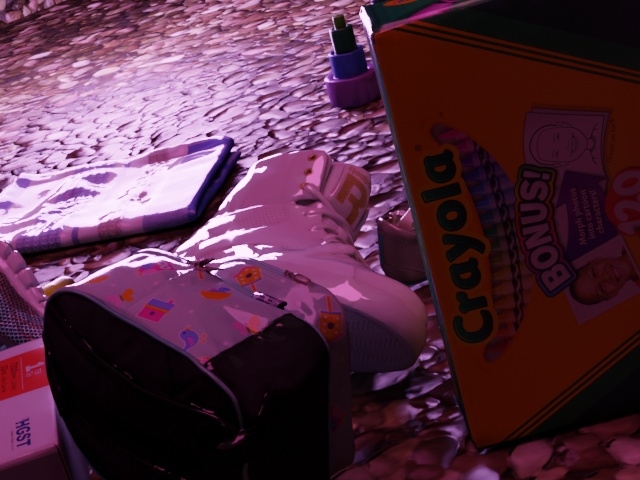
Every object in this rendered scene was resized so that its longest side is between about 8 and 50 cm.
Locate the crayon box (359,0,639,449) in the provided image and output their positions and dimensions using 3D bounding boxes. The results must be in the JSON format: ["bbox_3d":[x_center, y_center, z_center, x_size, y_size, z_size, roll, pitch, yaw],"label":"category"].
[{"bbox_3d":[0.137,-0.026,0.855,0.165,0.279,0.081,-15,20,2],"label":"crayon box"}]

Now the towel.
[{"bbox_3d":[-0.242,-0.047,1.521,0.285,0.034,0.209,-9,23,16],"label":"towel"}]

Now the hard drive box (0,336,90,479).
[{"bbox_3d":[-0.273,0.169,0.920,0.232,0.089,0.181,-18,22,-8],"label":"hard drive box"}]

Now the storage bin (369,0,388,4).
[{"bbox_3d":[0.164,-0.315,1.843,0.180,0.084,0.122,-9,22,15],"label":"storage bin"}]

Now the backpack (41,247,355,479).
[{"bbox_3d":[-0.074,0.089,0.840,0.188,0.166,0.144,19,39,33],"label":"backpack"}]

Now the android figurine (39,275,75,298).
[{"bbox_3d":[-0.335,0.101,1.179,0.248,0.056,0.273,4,26,40],"label":"android figurine"}]

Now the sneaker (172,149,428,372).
[{"bbox_3d":[0.000,0.000,1.066,0.292,0.108,0.169,9,54,49],"label":"sneaker"}]

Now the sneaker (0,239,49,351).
[{"bbox_3d":[-0.237,0.077,1.094,0.076,0.065,0.166,-34,64,-23],"label":"sneaker"}]

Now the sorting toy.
[{"bbox_3d":[0.155,-0.228,1.569,0.365,0.126,0.127,0,26,33],"label":"sorting toy"}]

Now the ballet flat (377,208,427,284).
[{"bbox_3d":[0.138,-0.031,1.162,0.213,0.068,0.072,-25,27,-24],"label":"ballet flat"}]
